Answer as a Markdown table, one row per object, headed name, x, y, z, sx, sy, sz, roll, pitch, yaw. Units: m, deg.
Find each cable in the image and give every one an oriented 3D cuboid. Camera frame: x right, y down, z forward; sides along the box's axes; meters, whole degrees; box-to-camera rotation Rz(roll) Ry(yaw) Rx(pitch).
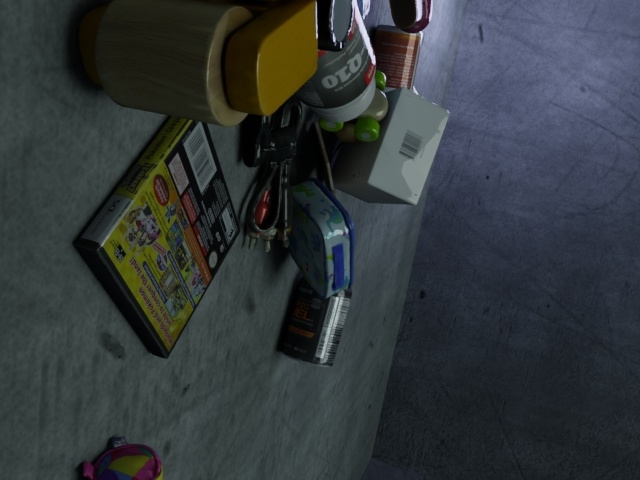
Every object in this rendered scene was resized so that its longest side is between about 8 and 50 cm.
| name | x | y | z | sx | sy | sz | roll | pitch | yaw |
| --- | --- | --- | --- | --- | --- | --- | --- | --- | --- |
| cable | -0.093 | -0.120 | 1.108 | 0.139 | 0.072 | 0.288 | -5 | 96 | -54 |

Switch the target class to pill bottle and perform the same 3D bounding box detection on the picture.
| name | x | y | z | sx | sy | sz | roll | pitch | yaw |
| --- | --- | --- | --- | --- | --- | --- | --- | --- | --- |
| pill bottle | 0.183 | -0.432 | 1.561 | 0.121 | 0.121 | 0.216 | -33 | 135 | -65 |
| pill bottle | 0.005 | -0.317 | 1.022 | 0.283 | 0.161 | 0.161 | 41 | 64 | -70 |
| pill bottle | -0.001 | 0.165 | 1.449 | 0.130 | 0.130 | 0.246 | 26 | 79 | -72 |

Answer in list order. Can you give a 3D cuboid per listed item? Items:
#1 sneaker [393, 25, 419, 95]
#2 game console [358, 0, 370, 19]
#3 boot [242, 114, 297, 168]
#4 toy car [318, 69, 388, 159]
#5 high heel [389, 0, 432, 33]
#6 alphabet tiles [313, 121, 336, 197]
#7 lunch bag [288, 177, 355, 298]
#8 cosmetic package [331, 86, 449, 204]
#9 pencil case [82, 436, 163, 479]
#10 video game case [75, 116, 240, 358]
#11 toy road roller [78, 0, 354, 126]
| name | x | y | z | sx | sy | sz | roll | pitch | yaw |
| --- | --- | --- | --- | --- | --- | --- | --- | --- | --- |
| sneaker | 0.228 | -0.442 | 1.695 | 0.106 | 0.123 | 0.290 | -48 | 147 | -52 |
| game console | 0.107 | -0.488 | 1.193 | 0.250 | 0.173 | 0.293 | 83 | 27 | -49 |
| boot | -0.080 | -0.178 | 1.017 | 0.099 | 0.045 | 0.121 | -18 | 125 | -45 |
| toy car | 0.051 | -0.266 | 1.331 | 0.188 | 0.148 | 0.155 | 125 | -22 | -63 |
| high heel | 0.191 | -0.664 | 1.373 | 0.181 | 0.127 | 0.378 | -45 | 138 | -65 |
| alphabet tiles | 0.017 | -0.129 | 1.297 | 0.237 | 0.009 | 0.198 | 76 | 0 | -56 |
| lunch bag | 0.000 | 0.000 | 1.235 | 0.090 | 0.176 | 0.219 | -23 | 138 | -19 |
| cosmetic package | 0.148 | -0.209 | 1.406 | 0.224 | 0.138 | 0.224 | 9 | -102 | 68 |
| pencil case | -0.270 | 0.394 | 0.856 | 0.104 | 0.104 | 0.237 | -45 | 144 | -58 |
| video game case | -0.202 | -0.006 | 0.844 | 0.275 | 0.035 | 0.248 | 82 | 28 | -53 |
| toy road roller | -0.100 | -0.295 | 0.648 | 0.330 | 0.202 | 0.241 | -59 | 155 | -44 |
